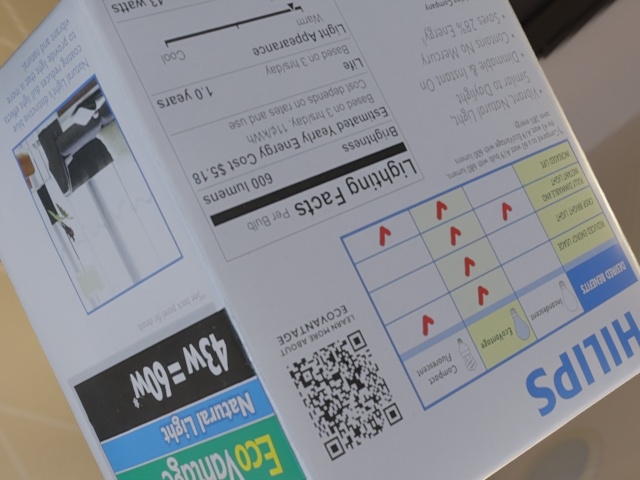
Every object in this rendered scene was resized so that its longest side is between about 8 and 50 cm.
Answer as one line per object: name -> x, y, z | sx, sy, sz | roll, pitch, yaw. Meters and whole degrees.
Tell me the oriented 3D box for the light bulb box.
light bulb box -> 0.000, 0.000, 0.855 | 0.358, 0.361, 0.225 | -23, 176, -40
